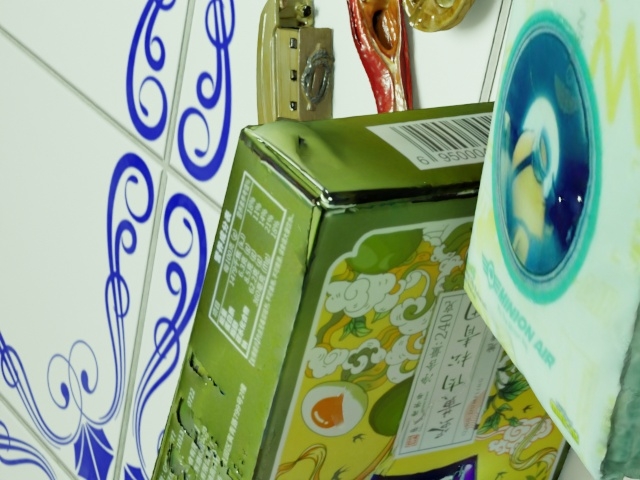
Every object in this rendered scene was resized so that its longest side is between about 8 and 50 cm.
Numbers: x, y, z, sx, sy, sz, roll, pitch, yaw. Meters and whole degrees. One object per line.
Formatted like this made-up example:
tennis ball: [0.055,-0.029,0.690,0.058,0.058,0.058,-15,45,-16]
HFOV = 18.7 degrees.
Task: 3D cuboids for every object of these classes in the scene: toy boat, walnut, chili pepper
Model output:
toy boat: [-0.025,-0.158,1.998,0.077,0.057,0.200,14,108,46]
walnut: [0.121,-0.246,1.778,0.091,0.052,0.121,53,137,33]
chili pepper: [0.060,-0.201,1.881,0.050,0.059,0.268,10,-112,-87]

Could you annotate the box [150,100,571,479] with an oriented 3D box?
box: [0.072,0.089,1.633,0.138,0.373,0.420,45,130,40]

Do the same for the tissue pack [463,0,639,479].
tissue pack: [0.226,-0.068,1.287,0.287,0.162,0.388,-121,34,-58]
